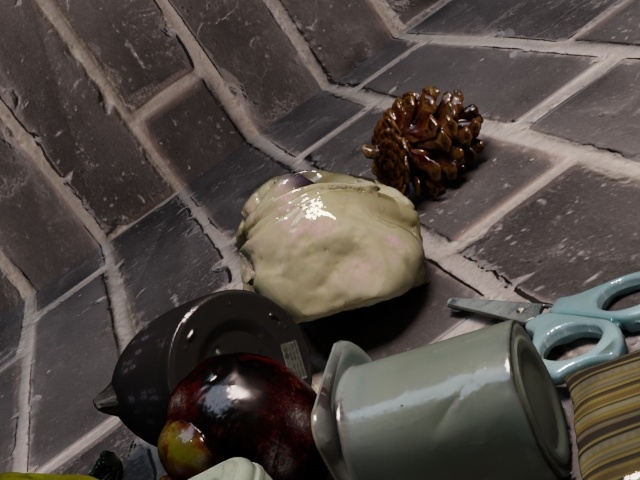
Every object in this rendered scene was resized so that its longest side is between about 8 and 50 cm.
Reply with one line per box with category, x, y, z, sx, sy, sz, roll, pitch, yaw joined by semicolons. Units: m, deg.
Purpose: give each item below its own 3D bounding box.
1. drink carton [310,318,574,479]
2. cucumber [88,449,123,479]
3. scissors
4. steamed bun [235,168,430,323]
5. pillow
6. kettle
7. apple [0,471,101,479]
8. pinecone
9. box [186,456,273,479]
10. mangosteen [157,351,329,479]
drink carton;0.117;0.165;1.013;0.189;0.185;0.191;-24;18;22
cucumber;-0.330;0.381;1.461;0.044;0.043;0.257;-31;18;26
scissors;0.247;0.087;1.229;0.191;0.029;0.360;-37;15;-21
steamed bun;0.000;0.000;1.519;0.275;0.206;0.320;-19;1;-42
pillow;0.278;0.163;0.959;0.113;0.038;0.203;-25;21;19
kettle;-0.149;0.187;1.455;0.268;0.207;0.290;-9;-7;-36
apple;-0.333;0.358;1.291;0.196;0.196;0.157;-12;69;49
pinecone;0.177;-0.169;1.779;0.212;0.169;0.185;-39;16;-14
box;-0.075;0.335;0.903;0.175;0.182;0.312;-30;19;15
mangosteen;-0.087;0.224;1.187;0.210;0.210;0.210;-31;18;11
